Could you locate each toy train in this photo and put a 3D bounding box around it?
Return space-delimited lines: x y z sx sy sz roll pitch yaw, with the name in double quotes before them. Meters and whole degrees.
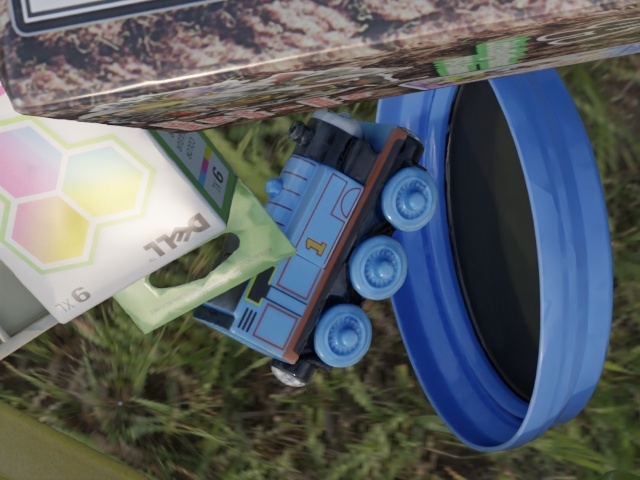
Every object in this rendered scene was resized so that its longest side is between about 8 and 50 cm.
"toy train" 0.000 0.000 1.105 0.105 0.080 0.184 30 83 -30

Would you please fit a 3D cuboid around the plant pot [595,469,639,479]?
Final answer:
"plant pot" 0.200 0.393 1.493 0.353 0.366 0.366 -42 91 18

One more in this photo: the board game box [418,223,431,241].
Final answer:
"board game box" 0.161 0.004 1.847 0.194 0.194 0.060 42 93 -10

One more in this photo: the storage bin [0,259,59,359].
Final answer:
"storage bin" -0.374 0.067 1.303 0.260 0.262 0.123 -35 109 -37

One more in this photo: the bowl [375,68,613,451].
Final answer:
"bowl" 0.150 -0.007 1.554 0.077 0.391 0.391 -9 86 -16

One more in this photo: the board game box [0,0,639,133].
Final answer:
"board game box" 0.072 -0.161 0.365 0.291 0.141 0.232 -9 91 8

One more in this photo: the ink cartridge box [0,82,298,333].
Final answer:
"ink cartridge box" -0.115 -0.030 0.871 0.109 0.062 0.209 -29 116 20

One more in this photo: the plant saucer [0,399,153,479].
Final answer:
"plant saucer" -0.322 0.311 1.520 0.333 0.333 0.081 -46 125 -22
